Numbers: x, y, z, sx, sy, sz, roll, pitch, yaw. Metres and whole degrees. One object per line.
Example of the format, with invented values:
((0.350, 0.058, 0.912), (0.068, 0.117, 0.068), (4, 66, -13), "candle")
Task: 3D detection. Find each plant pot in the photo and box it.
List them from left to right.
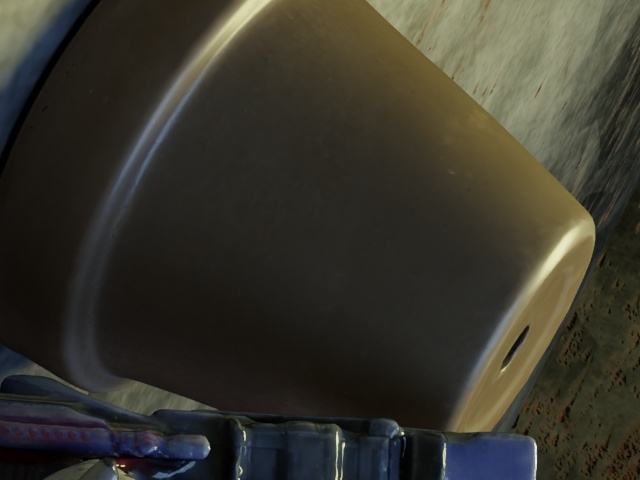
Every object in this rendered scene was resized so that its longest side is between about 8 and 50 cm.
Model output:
((0.000, 0.000, 0.917), (0.263, 0.229, 0.263), (-52, 164, -22), "plant pot")

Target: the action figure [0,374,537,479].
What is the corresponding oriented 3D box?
((-0.082, 0.160, 0.796), (0.330, 0.341, 0.178), (118, -26, -68), "action figure")
